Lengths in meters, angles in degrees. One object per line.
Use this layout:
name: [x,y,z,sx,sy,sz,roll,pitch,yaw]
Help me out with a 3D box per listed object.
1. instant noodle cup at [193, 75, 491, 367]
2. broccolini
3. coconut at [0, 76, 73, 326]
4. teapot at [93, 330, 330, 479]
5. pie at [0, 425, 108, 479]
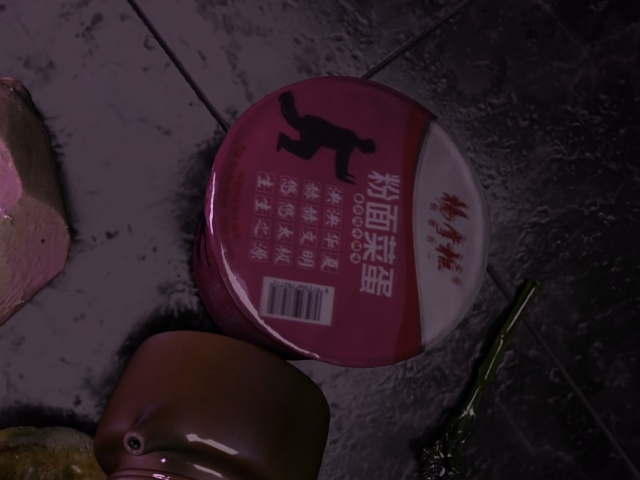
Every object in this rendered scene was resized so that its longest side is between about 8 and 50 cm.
instant noodle cup: [0.000,0.000,0.959,0.235,0.178,0.234,4,76,-18]
broccolini: [0.156,0.136,1.089,0.042,0.044,0.218,31,80,6]
coconut: [-0.307,-0.031,0.906,0.230,0.227,0.227,-43,98,-7]
teapot: [-0.096,0.200,0.945,0.186,0.267,0.175,6,54,23]
pie: [-0.241,0.306,0.949,0.323,0.070,0.323,4,84,-37]
